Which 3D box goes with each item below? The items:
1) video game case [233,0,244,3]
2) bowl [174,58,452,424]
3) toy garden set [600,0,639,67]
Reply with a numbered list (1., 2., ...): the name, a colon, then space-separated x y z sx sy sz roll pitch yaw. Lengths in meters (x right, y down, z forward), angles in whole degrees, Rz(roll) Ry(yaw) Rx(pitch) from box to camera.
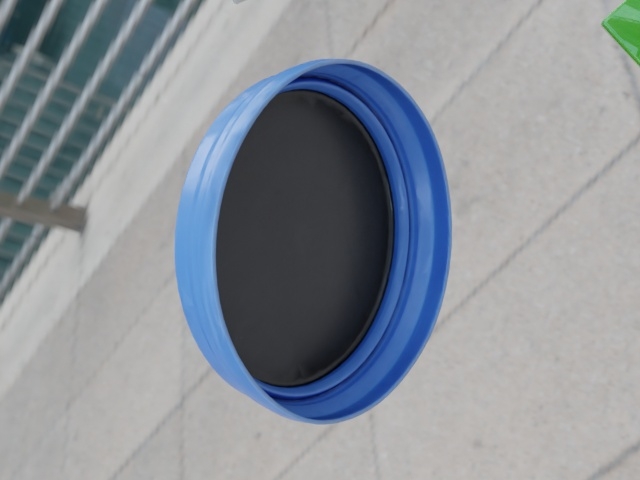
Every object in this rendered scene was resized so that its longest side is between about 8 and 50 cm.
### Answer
1. video game case: -0.024 -0.324 1.430 0.190 0.173 0.022 -158 44 -88
2. bowl: 0.000 0.000 1.379 0.077 0.391 0.391 5 76 42
3. toy garden set: 0.302 -0.119 0.646 0.244 0.204 0.049 -42 -6 7
